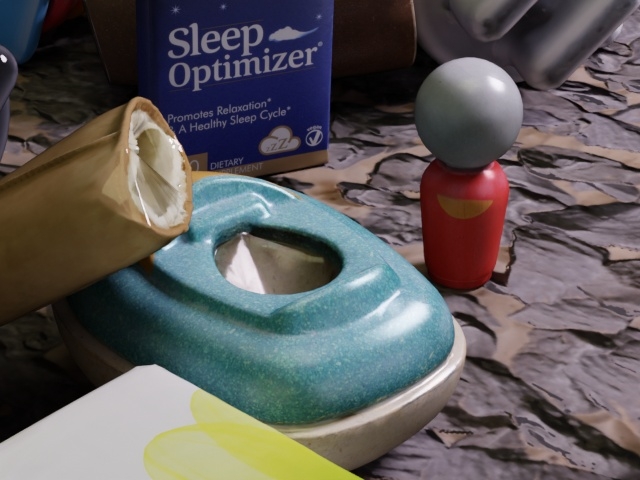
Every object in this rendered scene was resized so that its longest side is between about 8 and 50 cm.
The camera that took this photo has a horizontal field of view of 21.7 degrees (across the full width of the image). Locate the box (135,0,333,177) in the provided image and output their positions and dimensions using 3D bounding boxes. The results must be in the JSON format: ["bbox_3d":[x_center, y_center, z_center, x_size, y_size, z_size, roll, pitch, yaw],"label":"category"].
[{"bbox_3d":[-0.058,-0.144,1.141,0.136,0.225,0.036,-12,33,-21],"label":"box"}]

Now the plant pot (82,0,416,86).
[{"bbox_3d":[-0.069,-0.203,1.295,0.230,0.215,0.215,-18,33,-6],"label":"plant pot"}]

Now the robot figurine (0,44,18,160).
[{"bbox_3d":[-0.298,-0.079,1.014,0.173,0.209,0.278,-23,11,-40],"label":"robot figurine"}]

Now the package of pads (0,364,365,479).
[{"bbox_3d":[-0.099,0.183,0.703,0.229,0.101,0.296,26,38,34],"label":"package of pads"}]

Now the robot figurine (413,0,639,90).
[{"bbox_3d":[0.131,-0.264,1.365,0.200,0.300,0.353,-43,35,13],"label":"robot figurine"}]

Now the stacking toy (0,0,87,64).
[{"bbox_3d":[-0.171,-0.256,1.439,0.302,0.166,0.175,-6,36,-42],"label":"stacking toy"}]

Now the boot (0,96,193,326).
[{"bbox_3d":[-0.201,0.038,0.843,0.269,0.089,0.236,-25,28,11],"label":"boot"}]

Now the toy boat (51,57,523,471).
[{"bbox_3d":[0.000,0.000,0.972,0.267,0.148,0.318,27,39,37],"label":"toy boat"}]
